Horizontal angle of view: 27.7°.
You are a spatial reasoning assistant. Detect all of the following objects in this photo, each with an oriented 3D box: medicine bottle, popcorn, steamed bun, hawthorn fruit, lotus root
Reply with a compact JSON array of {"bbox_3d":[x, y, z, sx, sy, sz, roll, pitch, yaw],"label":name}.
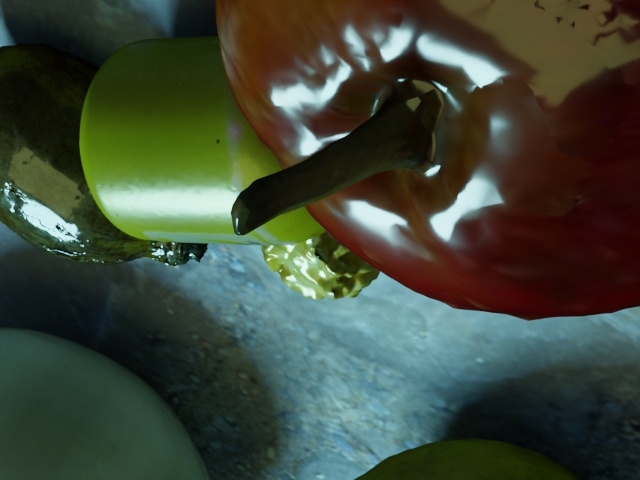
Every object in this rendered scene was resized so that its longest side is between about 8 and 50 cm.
[{"bbox_3d":[-0.019,-0.057,0.730,0.212,0.122,0.122,3,133,30],"label":"medicine bottle"},{"bbox_3d":[0.000,0.000,0.829,0.082,0.057,0.083,16,142,27],"label":"popcorn"},{"bbox_3d":[-0.231,0.208,1.070,0.324,0.206,0.324,18,136,18],"label":"steamed bun"},{"bbox_3d":[0.075,-0.093,0.477,0.287,0.330,0.287,26,138,26],"label":"hawthorn fruit"},{"bbox_3d":[-0.162,-0.048,0.839,0.209,0.120,0.120,37,140,-6],"label":"lotus root"}]

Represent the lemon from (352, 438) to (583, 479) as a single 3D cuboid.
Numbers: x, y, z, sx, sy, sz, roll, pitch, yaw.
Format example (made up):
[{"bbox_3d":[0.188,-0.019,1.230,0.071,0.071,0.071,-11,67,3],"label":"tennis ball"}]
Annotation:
[{"bbox_3d":[0.094,0.284,0.902,0.285,0.285,0.316,38,159,-8],"label":"lemon"}]
